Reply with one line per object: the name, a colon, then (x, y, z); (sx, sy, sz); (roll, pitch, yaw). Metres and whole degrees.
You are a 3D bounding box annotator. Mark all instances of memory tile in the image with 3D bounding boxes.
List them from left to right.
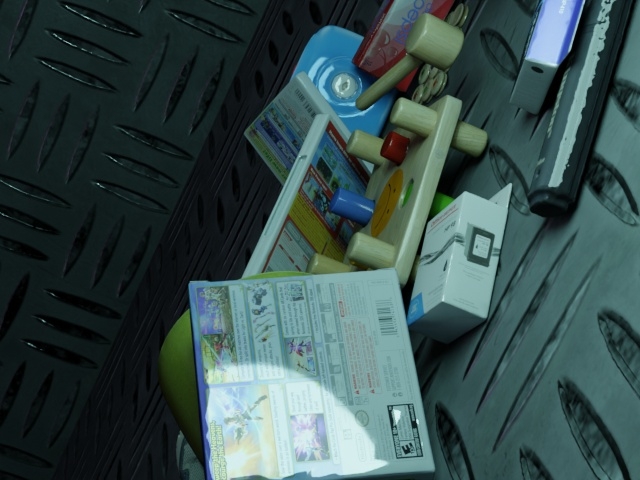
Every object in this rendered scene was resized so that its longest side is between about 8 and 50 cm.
memory tile: (0.174, -0.269, 2.178); (0.113, 0.012, 0.148); (-23, 47, 70)

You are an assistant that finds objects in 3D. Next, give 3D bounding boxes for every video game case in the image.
video game case: (-0.016, 0.162, 1.660); (0.061, 0.244, 0.269); (98, 166, -53)
video game case: (-0.010, -0.129, 2.277); (0.023, 0.212, 0.193); (-35, -4, -37)
video game case: (0.000, 0.000, 2.020); (0.025, 0.204, 0.285); (1, 54, 35)

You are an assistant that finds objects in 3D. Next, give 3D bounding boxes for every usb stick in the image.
usb stick: (0.277, -0.159, 1.580); (0.077, 0.045, 0.278); (154, 135, -72)

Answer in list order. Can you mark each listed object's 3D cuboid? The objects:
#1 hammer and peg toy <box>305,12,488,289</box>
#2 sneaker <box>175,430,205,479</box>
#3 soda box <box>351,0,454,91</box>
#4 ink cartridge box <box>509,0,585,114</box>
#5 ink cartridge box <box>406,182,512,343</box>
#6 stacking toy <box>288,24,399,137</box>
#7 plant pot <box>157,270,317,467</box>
hammer and peg toy: (0.110, -0.091, 1.927); (0.266, 0.127, 0.361); (150, 139, -70)
sneaker: (-0.146, 0.302, 2.326); (0.283, 0.110, 0.122); (-63, 19, 22)
soda box: (0.147, -0.357, 2.213); (0.263, 0.083, 0.092); (-62, 11, 8)
ink cartridge box: (0.269, -0.270, 1.661); (0.208, 0.045, 0.206); (100, -172, -76)
ink cartridge box: (0.160, 0.017, 1.718); (0.104, 0.060, 0.180); (136, 152, -60)
stacking toy: (0.026, -0.229, 2.439); (0.302, 0.166, 0.175); (139, 155, -85)
plant pot: (-0.034, 0.235, 1.783); (0.275, 0.275, 0.293); (-60, 32, 28)
